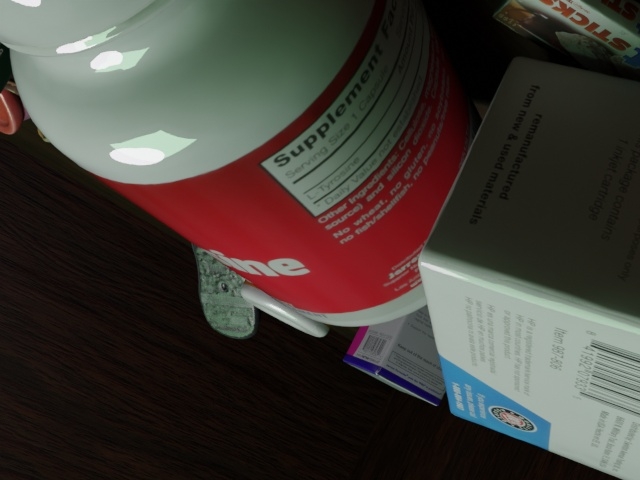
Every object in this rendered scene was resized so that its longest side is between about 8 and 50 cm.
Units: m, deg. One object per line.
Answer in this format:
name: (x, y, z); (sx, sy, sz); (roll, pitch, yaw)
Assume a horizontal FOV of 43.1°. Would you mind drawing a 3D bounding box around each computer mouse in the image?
computer mouse: (-0.096, 0.015, 1.125); (0.184, 0.060, 0.262); (-2, 114, 25)

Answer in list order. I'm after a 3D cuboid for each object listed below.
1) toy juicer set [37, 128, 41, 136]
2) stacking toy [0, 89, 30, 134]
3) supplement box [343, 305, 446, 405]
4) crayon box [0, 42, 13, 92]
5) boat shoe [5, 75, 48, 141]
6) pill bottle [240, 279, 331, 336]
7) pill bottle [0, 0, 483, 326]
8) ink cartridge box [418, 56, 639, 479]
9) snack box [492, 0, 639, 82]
toy juicer set: (-0.499, -0.220, 1.604); (0.329, 0.089, 0.209); (22, 169, 26)
stacking toy: (-0.592, -0.332, 1.381); (0.309, 0.130, 0.279); (17, 139, 38)
supplement box: (0.143, 0.100, 1.129); (0.114, 0.220, 0.111); (30, 171, -21)
crayon box: (-0.453, -0.190, 0.811); (0.313, 0.363, 0.106); (22, 169, 32)
boat shoe: (-0.414, -0.212, 1.308); (0.123, 0.123, 0.342); (20, 168, 39)
pill bottle: (0.000, 0.000, 1.004); (0.121, 0.216, 0.121); (26, 170, 5)
pill bottle: (-0.040, -0.106, 0.524); (0.229, 0.229, 0.408); (22, 169, 33)
ink cartridge box: (0.285, 0.071, 0.518); (0.395, 0.166, 0.285); (19, 156, 22)
snack box: (0.194, -0.108, 0.485); (0.178, 0.022, 0.064); (29, 168, -8)
